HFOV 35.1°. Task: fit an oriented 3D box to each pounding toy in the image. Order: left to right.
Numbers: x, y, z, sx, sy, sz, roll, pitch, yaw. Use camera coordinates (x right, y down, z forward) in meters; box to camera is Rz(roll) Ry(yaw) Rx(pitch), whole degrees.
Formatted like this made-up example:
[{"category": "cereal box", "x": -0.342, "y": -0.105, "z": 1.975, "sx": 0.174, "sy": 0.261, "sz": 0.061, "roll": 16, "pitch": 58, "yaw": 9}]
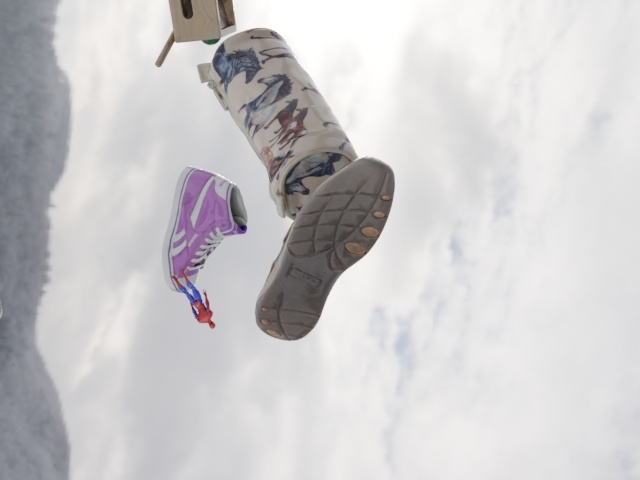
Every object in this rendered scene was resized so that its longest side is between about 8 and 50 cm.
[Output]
[{"category": "pounding toy", "x": -0.192, "y": -0.341, "z": 1.515, "sx": 0.130, "sy": 0.100, "sz": 0.141, "roll": -63, "pitch": 147, "yaw": -71}]

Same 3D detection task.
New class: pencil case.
[{"category": "pencil case", "x": -0.072, "y": -0.208, "z": 1.805, "sx": 0.159, "sy": 0.184, "sz": 0.410, "roll": 71, "pitch": -8, "yaw": -49}]

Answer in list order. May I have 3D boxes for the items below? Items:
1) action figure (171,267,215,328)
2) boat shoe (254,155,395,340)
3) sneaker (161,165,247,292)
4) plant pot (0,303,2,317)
[{"category": "action figure", "x": -0.215, "y": 0.104, "z": 1.762, "sx": 0.038, "sy": 0.030, "sz": 0.115, "roll": -31, "pitch": -93, "yaw": 18}, {"category": "boat shoe", "x": 0.000, "y": 0.000, "z": 1.513, "sx": 0.324, "sy": 0.123, "sz": 0.116, "roll": -54, "pitch": -167, "yaw": 23}, {"category": "sneaker", "x": -0.237, "y": -0.001, "z": 2.122, "sx": 0.102, "sy": 0.161, "sz": 0.282, "roll": -29, "pitch": 134, "yaw": -58}, {"category": "plant pot", "x": -0.788, "y": 0.121, "z": 1.717, "sx": 0.334, "sy": 0.341, "sz": 0.341, "roll": -47, "pitch": -178, "yaw": -30}]
